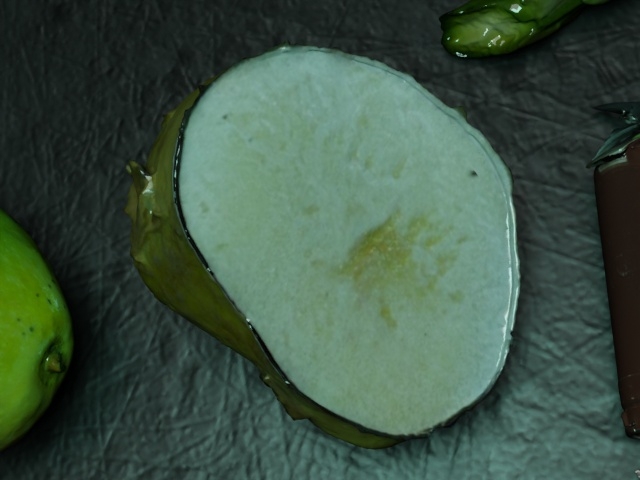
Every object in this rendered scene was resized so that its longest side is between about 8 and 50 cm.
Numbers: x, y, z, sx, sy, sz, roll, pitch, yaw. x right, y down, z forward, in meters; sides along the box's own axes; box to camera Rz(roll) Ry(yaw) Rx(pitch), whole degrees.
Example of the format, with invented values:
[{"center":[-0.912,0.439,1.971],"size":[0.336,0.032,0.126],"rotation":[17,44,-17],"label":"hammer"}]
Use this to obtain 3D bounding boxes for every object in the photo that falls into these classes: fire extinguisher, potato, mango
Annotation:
[{"center":[0.254,0.010,0.936],"size":[0.104,0.105,0.269],"rotation":[-6,75,8],"label":"fire extinguisher"},{"center":[0.000,0.000,0.941],"size":[0.246,0.196,0.300],"rotation":[-40,101,-16],"label":"potato"},{"center":[-0.362,0.034,0.975],"size":[0.382,0.201,0.225],"rotation":[32,92,18],"label":"mango"}]

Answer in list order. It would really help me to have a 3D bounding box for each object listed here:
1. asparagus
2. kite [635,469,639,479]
[{"center":[0.231,-0.228,1.010],"size":[0.287,0.080,0.080],"rotation":[-34,73,-1],"label":"asparagus"},{"center":[0.326,0.236,0.902],"size":[0.229,0.012,0.250],"rotation":[29,82,14],"label":"kite"}]
